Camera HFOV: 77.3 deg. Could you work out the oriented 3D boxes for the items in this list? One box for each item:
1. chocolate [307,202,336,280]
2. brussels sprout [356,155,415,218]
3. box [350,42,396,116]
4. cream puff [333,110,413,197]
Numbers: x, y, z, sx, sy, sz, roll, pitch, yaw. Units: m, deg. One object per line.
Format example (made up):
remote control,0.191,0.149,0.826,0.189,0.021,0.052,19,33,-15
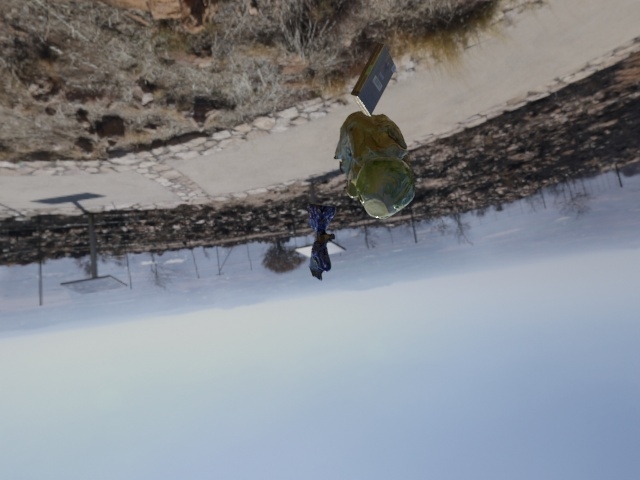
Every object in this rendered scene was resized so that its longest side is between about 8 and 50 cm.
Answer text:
chocolate,0.002,0.004,1.726,0.149,0.342,0.126,0,176,35
brussels sprout,0.155,-0.132,0.948,0.155,0.155,0.118,-2,160,-37
box,0.123,-0.367,0.919,0.023,0.133,0.090,28,-178,28
cream puff,0.209,-0.307,1.411,0.270,0.323,0.274,-5,150,-16
